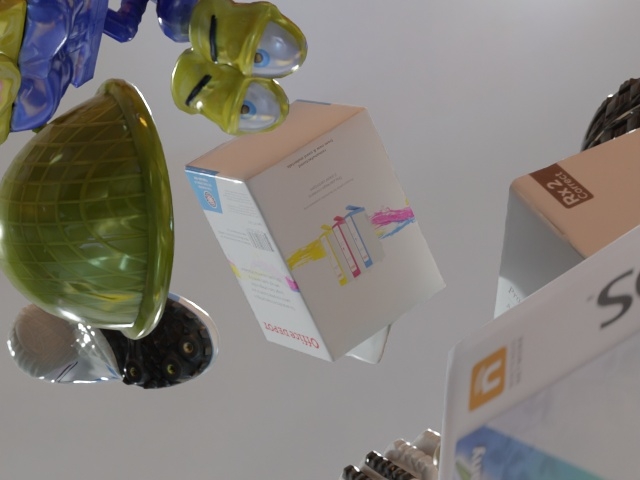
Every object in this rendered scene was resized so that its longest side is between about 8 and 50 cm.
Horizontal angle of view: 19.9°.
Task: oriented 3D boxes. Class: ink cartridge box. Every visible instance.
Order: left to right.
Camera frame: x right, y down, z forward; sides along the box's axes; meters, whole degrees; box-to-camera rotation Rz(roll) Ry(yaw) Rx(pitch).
[{"bbox_3d":[0.000,0.000,1.097,0.090,0.092,0.143,-33,-69,-21],"label":"ink cartridge box"}]

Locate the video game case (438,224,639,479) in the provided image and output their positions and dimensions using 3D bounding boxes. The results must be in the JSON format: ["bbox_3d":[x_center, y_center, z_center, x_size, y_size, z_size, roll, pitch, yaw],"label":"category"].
[{"bbox_3d":[0.123,0.104,0.443,0.036,0.329,0.300,27,-42,-24],"label":"video game case"}]

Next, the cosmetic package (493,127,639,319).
[{"bbox_3d":[0.204,0.051,1.068,0.151,0.151,0.184,-22,-42,-25],"label":"cosmetic package"}]

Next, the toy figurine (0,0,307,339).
[{"bbox_3d":[-0.151,-0.072,0.624,0.217,0.191,0.362,-24,-21,-27],"label":"toy figurine"}]

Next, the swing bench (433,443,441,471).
[{"bbox_3d":[0.180,0.251,0.917,0.254,0.253,0.165,15,-70,-31],"label":"swing bench"}]

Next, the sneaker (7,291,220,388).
[{"bbox_3d":[-0.154,0.073,1.436,0.086,0.237,0.085,-11,-84,-43],"label":"sneaker"}]

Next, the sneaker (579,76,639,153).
[{"bbox_3d":[0.306,-0.083,1.212,0.108,0.100,0.271,40,-39,-27],"label":"sneaker"}]

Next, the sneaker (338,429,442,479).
[{"bbox_3d":[0.118,0.201,1.460,0.292,0.110,0.118,-28,-74,-7],"label":"sneaker"}]
